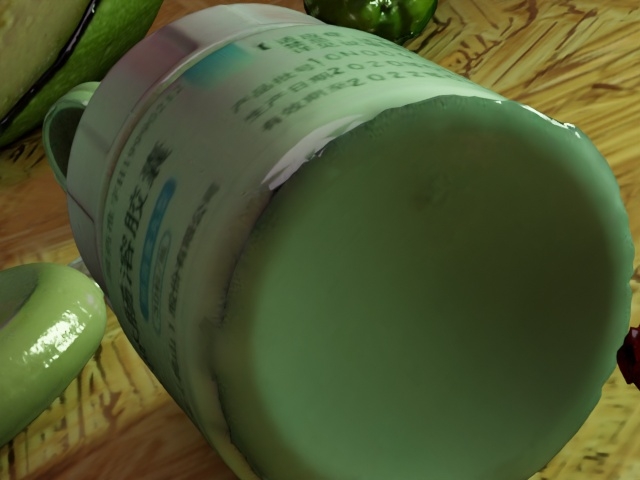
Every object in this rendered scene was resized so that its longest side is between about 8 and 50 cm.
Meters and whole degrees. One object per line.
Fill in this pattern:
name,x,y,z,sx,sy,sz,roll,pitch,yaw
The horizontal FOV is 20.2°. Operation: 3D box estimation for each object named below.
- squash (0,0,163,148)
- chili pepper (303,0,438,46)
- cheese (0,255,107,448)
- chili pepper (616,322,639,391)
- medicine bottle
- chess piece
squash,-0.163,-0.092,0.974,0.192,0.085,0.184,-3,59,40
chili pepper,0.023,-0.129,0.882,0.072,0.073,0.204,-37,12,7
cheese,-0.107,0.028,0.701,0.097,0.037,0.192,6,35,46
chili pepper,0.260,-0.018,0.422,0.387,0.110,0.110,-18,25,11
medicine bottle,0.000,0.000,0.557,0.135,0.135,0.168,-26,25,-11
chess piece,-0.063,-0.068,0.853,0.059,0.059,0.149,0,24,38
